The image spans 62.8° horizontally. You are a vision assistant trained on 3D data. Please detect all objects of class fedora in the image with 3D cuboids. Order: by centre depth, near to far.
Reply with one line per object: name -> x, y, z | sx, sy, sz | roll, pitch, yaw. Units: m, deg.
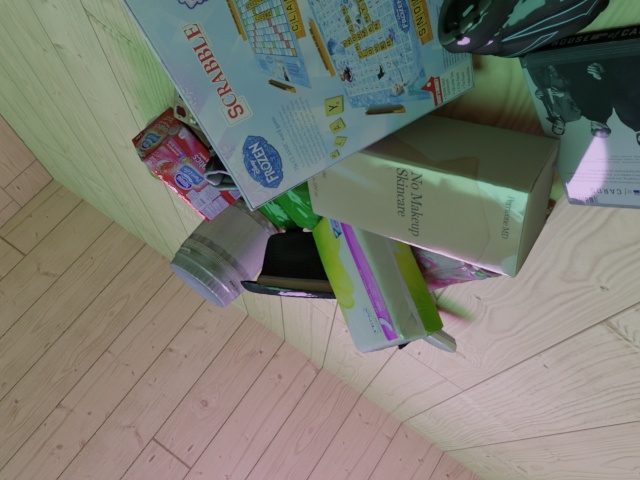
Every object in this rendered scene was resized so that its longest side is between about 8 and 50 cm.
fedora -> -0.022, 0.055, 1.260 | 0.335, 0.152, 0.334 | 4, 177, 0

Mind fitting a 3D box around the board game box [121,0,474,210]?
board game box -> -0.004, -0.223, 0.540 | 0.065, 0.318, 0.318 | 58, 176, 41

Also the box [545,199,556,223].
box -> 0.194, -0.101, 0.814 | 0.324, 0.063, 0.067 | 32, 156, 13

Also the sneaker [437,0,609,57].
sneaker -> 0.221, -0.251, 0.456 | 0.106, 0.101, 0.267 | 13, 161, -23

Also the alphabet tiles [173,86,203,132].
alphabet tiles -> -0.192, -0.279, 1.016 | 0.237, 0.009, 0.198 | 30, 133, 16

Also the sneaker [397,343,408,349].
sneaker -> 0.138, 0.217, 1.450 | 0.294, 0.146, 0.102 | 15, 150, 44

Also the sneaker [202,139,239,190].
sneaker -> -0.224, -0.205, 1.131 | 0.269, 0.153, 0.101 | 34, 158, 10

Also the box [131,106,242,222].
box -> -0.320, -0.180, 1.288 | 0.122, 0.128, 0.257 | 50, -179, 43

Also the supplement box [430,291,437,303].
supplement box -> 0.235, 0.135, 1.243 | 0.036, 0.062, 0.098 | 16, 150, 42

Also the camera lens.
camera lens -> -0.268, 0.027, 1.516 | 0.220, 0.274, 0.219 | 32, 158, 14

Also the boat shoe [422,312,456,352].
boat shoe -> 0.251, 0.191, 1.305 | 0.228, 0.081, 0.079 | 32, 167, 34

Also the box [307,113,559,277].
box -> 0.139, -0.081, 0.714 | 0.311, 0.121, 0.147 | 19, 138, 30

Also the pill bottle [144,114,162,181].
pill bottle -> -0.414, -0.245, 1.401 | 0.118, 0.117, 0.208 | 37, 159, 1

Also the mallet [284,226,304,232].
mallet -> 0.000, 0.000, 1.384 | 0.190, 0.062, 0.039 | 23, 161, -5

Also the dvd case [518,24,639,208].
dvd case -> 0.340, -0.124, 0.584 | 0.179, 0.029, 0.238 | 12, 148, 48

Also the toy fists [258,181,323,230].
toy fists -> -0.069, -0.094, 1.209 | 0.142, 0.096, 0.279 | 53, 157, -17

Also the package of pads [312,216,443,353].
package of pads -> 0.095, 0.064, 1.022 | 0.296, 0.101, 0.229 | 69, 158, 11

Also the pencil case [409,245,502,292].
pencil case -> 0.230, 0.033, 0.961 | 0.124, 0.124, 0.284 | 40, 158, -6
